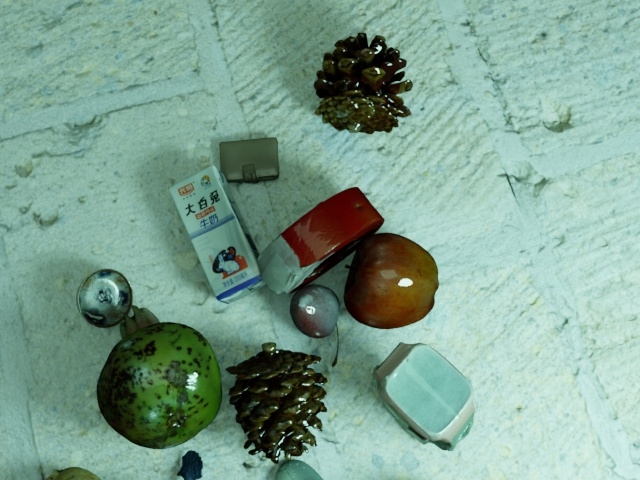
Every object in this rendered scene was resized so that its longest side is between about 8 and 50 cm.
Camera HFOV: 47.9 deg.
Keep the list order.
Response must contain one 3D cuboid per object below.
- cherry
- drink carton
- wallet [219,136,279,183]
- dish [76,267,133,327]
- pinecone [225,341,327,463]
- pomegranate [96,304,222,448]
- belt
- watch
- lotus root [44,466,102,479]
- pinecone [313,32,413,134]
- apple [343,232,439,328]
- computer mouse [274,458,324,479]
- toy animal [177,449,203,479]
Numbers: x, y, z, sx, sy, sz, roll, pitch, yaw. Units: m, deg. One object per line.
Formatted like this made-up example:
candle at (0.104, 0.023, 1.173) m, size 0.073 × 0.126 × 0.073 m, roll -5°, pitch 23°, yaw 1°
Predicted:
cherry at (-0.016, 0.194, 1.691) m, size 0.115 × 0.148 × 0.188 m, roll 4°, pitch 75°, yaw 7°
drink carton at (-0.243, -0.014, 1.743) m, size 0.131 × 0.106 × 0.315 m, roll -26°, pitch 77°, yaw 2°
wallet at (-0.181, -0.203, 1.837) m, size 0.153 × 0.039 × 0.118 m, roll -3°, pitch 76°, yaw 1°
dish at (-0.528, 0.136, 1.718) m, size 0.141 × 0.078 × 0.141 m, roll 1°, pitch 88°, yaw -43°
pinecone at (-0.091, 0.356, 1.608) m, size 0.224 × 0.224 × 0.272 m, roll -14°, pitch 96°, yaw -6°
pomegranate at (-0.372, 0.287, 1.610) m, size 0.285 × 0.285 × 0.340 m, roll -29°, pitch 46°, yaw -10°
belt at (0.000, 0.000, 1.687) m, size 0.324 × 0.227 × 0.115 m, roll -33°, pitch 77°, yaw -28°
watch at (0.226, 0.354, 1.606) m, size 0.253 × 0.241 × 0.162 m, roll 44°, pitch 74°, yaw 7°
lotus root at (-0.497, 0.612, 1.556) m, size 0.284 × 0.146 × 0.160 m, roll 41°, pitch 95°, yaw 5°
pinecone at (0.102, -0.396, 1.796) m, size 0.264 × 0.264 × 0.264 m, roll 1°, pitch 75°, yaw -2°
apple at (0.164, 0.092, 1.686) m, size 0.234 × 0.234 × 0.234 m, roll 1°, pitch 75°, yaw -2°
computer mouse at (-0.018, 0.597, 1.619) m, size 0.113 × 0.068 × 0.229 m, roll -38°, pitch 80°, yaw -10°
toy animal at (-0.282, 0.594, 1.566) m, size 0.255 × 0.239 × 0.176 m, roll 40°, pitch 108°, yaw 48°
